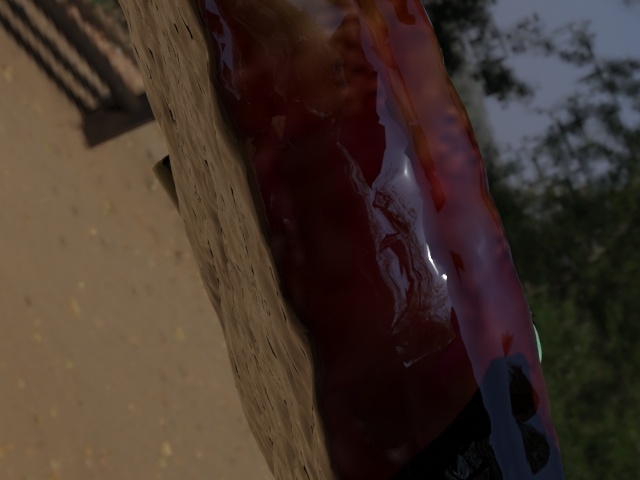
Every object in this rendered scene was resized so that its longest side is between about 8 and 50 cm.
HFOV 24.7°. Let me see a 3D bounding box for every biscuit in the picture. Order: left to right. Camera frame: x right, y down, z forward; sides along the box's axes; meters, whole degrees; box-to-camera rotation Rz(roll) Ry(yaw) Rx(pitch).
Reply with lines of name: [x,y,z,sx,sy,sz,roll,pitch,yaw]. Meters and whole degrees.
biscuit: [0.000,0.000,0.593,0.407,0.091,0.407,163,-90,-83]

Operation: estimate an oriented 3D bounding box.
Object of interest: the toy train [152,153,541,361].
toy train: [0.024,0.020,0.910,0.307,0.126,0.189,59,25,-1]
